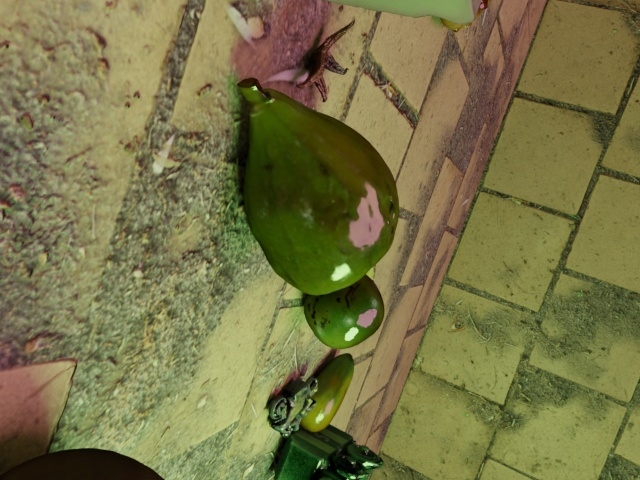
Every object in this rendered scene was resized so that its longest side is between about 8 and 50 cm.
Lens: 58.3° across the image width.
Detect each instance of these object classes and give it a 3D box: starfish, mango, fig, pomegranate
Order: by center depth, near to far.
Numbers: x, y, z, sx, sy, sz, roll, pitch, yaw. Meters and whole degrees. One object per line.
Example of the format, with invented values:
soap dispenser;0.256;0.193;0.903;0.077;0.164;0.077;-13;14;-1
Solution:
fig;0.003;-0.073;0.814;0.233;0.233;0.314;-55;161;-32
starfish;0.011;-0.285;0.889;0.130;0.041;0.133;-64;167;13
pomegranate;0.037;0.124;1.212;0.210;0.180;0.180;59;44;-16
mango;0.022;0.403;1.515;0.237;0.091;0.137;-41;152;-51

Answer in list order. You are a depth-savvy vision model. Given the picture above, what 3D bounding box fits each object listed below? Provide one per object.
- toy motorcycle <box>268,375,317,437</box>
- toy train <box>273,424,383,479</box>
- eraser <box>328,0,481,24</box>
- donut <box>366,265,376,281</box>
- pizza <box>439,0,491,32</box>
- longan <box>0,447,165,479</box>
toy motorcycle;-0.064;0.391;1.325;0.193;0.061;0.124;-12;115;-59
toy train;0.018;0.591;1.473;0.167;0.238;0.299;-68;157;1
eraser;0.103;-0.448;0.648;0.359;0.272;0.122;-68;157;-8
donut;0.083;0.102;1.408;0.174;0.068;0.175;-51;154;-37
pizza;0.370;-0.639;1.365;0.409;0.114;0.278;-37;148;-59
longan;-0.247;0.371;0.545;0.319;0.319;0.319;-51;153;-39
